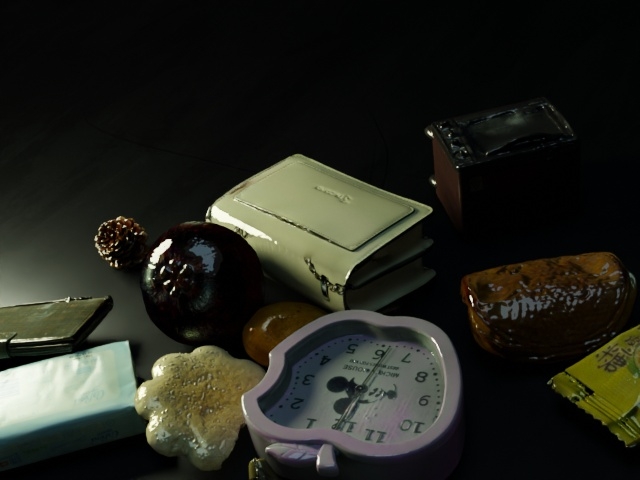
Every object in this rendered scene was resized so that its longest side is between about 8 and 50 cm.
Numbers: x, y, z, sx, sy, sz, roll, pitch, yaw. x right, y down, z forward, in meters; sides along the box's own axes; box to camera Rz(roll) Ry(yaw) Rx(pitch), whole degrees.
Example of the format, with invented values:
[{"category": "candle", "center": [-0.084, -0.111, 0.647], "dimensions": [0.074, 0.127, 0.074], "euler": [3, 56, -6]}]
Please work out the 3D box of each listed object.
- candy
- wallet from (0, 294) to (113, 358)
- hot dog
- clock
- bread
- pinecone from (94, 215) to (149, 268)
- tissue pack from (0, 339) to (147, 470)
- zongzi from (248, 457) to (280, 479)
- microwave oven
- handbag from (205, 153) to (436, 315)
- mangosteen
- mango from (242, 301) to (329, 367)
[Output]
[{"category": "candy", "center": [0.508, 0.191, 1.790], "dimensions": [0.297, 0.081, 0.187], "euler": [-25, 39, -24]}, {"category": "wallet", "center": [-0.529, 0.156, 2.073], "dimensions": [0.317, 0.044, 0.169], "euler": [-6, 21, 18]}, {"category": "hot dog", "center": [0.365, 0.100, 1.921], "dimensions": [0.272, 0.122, 0.196], "euler": [-10, 37, -7]}, {"category": "clock", "center": [0.060, 0.250, 1.806], "dimensions": [0.339, 0.102, 0.338], "euler": [-7, 37, 5]}, {"category": "bread", "center": [-0.190, 0.245, 1.865], "dimensions": [0.182, 0.039, 0.251], "euler": [25, 36, 5]}, {"category": "pinecone", "center": [-0.375, 0.006, 2.249], "dimensions": [0.102, 0.102, 0.109], "euler": [2, 3, 16]}, {"category": "tissue pack", "center": [-0.418, 0.265, 1.915], "dimensions": [0.263, 0.089, 0.177], "euler": [-13, 37, -8]}, {"category": "zongzi", "center": [-0.062, 0.350, 1.731], "dimensions": [0.083, 0.040, 0.076], "euler": [-4, 76, 4]}, {"category": "microwave oven", "center": [0.337, -0.143, 2.199], "dimensions": [0.247, 0.188, 0.178], "euler": [-15, 36, -6]}, {"category": "handbag", "center": [0.000, 0.000, 2.107], "dimensions": [0.237, 0.160, 0.358], "euler": [-27, 37, -37]}, {"category": "mangosteen", "center": [-0.190, 0.079, 2.034], "dimensions": [0.216, 0.216, 0.216], "euler": [-7, 36, 5]}, {"category": "mango", "center": [-0.048, 0.151, 1.970], "dimensions": [0.165, 0.089, 0.115], "euler": [-18, 66, -18]}]
